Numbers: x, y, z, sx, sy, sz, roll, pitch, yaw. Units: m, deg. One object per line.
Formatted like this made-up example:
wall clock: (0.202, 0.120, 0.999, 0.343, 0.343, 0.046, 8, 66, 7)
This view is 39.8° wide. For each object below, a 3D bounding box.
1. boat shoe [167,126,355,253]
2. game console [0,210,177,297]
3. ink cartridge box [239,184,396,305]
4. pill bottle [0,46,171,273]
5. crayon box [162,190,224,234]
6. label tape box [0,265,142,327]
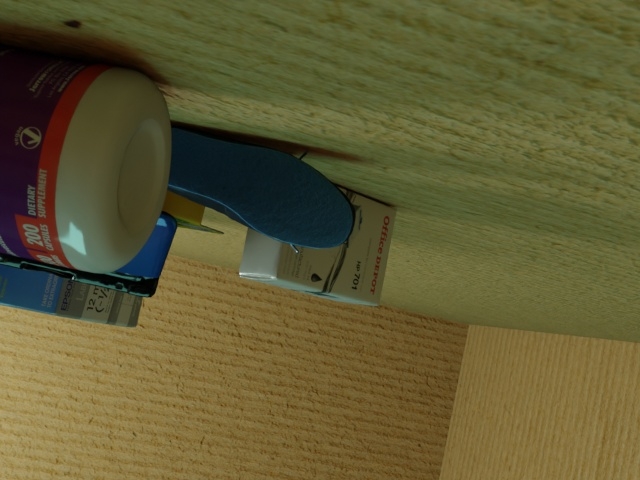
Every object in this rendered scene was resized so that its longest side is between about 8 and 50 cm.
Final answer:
boat shoe: (-0.076, -0.069, 0.976, 0.258, 0.109, 0.089, 28, -177, 9)
game console: (-0.342, -0.045, 1.174, 0.293, 0.173, 0.250, 15, -156, -13)
ink cartridge box: (0.000, 0.000, 1.151, 0.190, 0.140, 0.082, 17, 170, -41)
pill bottle: (-0.309, -0.085, 0.792, 0.322, 0.182, 0.181, 11, 174, 10)
crayon box: (-0.291, -0.092, 1.157, 0.203, 0.083, 0.323, 8, 172, 34)
label tape box: (-0.416, 0.003, 1.478, 0.115, 0.249, 0.347, 10, 174, 21)
